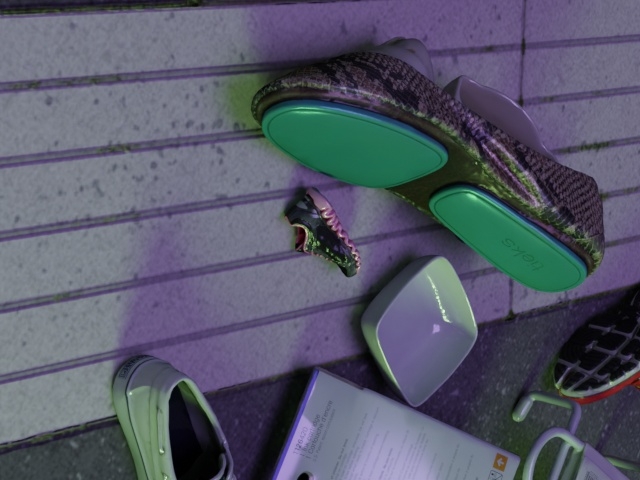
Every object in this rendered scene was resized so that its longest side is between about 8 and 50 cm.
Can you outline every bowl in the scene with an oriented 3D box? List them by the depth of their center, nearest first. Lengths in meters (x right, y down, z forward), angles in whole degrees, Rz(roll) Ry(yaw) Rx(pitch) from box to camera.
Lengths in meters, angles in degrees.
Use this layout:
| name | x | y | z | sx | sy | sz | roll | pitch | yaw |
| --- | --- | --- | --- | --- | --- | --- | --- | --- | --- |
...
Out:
| name | x | y | z | sx | sy | sz | roll | pitch | yaw |
| --- | --- | --- | --- | --- | --- | --- | --- | --- | --- |
| bowl | 0.105 | 0.097 | 1.796 | 0.142 | 0.053 | 0.142 | -45 | 127 | -27 |

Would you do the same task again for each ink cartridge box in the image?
| name | x | y | z | sx | sy | sz | roll | pitch | yaw |
| --- | --- | --- | --- | --- | --- | --- | --- | --- | --- |
| ink cartridge box | 0.046 | 0.326 | 1.768 | 0.307 | 0.072 | 0.304 | 26 | 81 | -26 |

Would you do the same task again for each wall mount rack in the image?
| name | x | y | z | sx | sy | sz | roll | pitch | yaw |
| --- | --- | --- | --- | --- | --- | --- | --- | --- | --- |
| wall mount rack | 0.284 | 0.371 | 1.992 | 0.350 | 0.130 | 0.304 | 41 | 67 | -41 |

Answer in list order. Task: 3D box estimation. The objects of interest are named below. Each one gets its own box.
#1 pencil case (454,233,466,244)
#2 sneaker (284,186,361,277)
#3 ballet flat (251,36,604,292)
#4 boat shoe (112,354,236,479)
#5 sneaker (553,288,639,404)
| name | x | y | z | sx | sy | sz | roll | pitch | yaw |
| --- | --- | --- | --- | --- | --- | --- | --- | --- | --- |
| pencil case | 0.222 | -0.007 | 1.877 | 0.151 | 0.064 | 0.070 | 21 | 58 | -44 |
| sneaker | 0.000 | 0.000 | 1.686 | 0.057 | 0.047 | 0.119 | -38 | 124 | -9 |
| ballet flat | 0.125 | -0.107 | 1.695 | 0.483 | 0.164 | 0.182 | 27 | 58 | -33 |
| boat shoe | -0.128 | 0.232 | 1.578 | 0.095 | 0.084 | 0.258 | -42 | 126 | -30 |
| sneaker | 0.414 | 0.155 | 2.080 | 0.279 | 0.107 | 0.118 | -29 | 128 | -34 |
